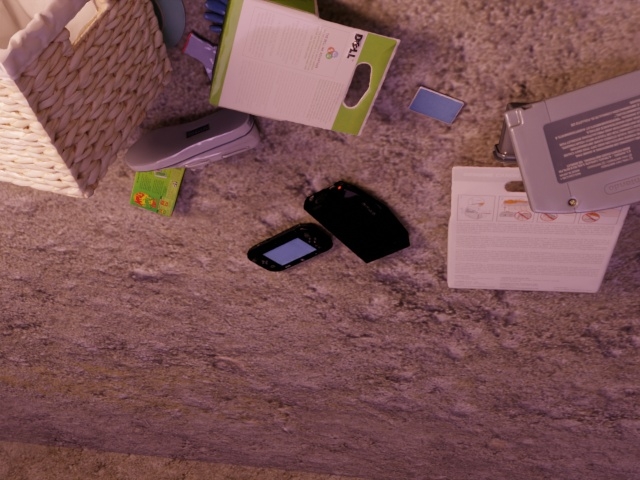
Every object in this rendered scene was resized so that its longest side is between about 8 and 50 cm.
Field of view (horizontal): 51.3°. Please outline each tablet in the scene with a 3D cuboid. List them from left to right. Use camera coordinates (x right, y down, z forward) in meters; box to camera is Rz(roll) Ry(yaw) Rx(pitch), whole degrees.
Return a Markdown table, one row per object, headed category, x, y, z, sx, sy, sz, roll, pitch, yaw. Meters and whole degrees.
| category | x | y | z | sx | sy | sz | roll | pitch | yaw |
| --- | --- | --- | --- | --- | --- | --- | --- | --- | --- |
| tablet | 0.200 | -0.234 | 1.154 | 0.083 | 0.006 | 0.054 | 18 | 141 | -9 |

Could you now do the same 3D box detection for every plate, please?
| category | x | y | z | sx | sy | sz | roll | pitch | yaw |
| --- | --- | --- | --- | --- | --- | --- | --- | --- | --- |
| plate | -0.313 | -0.374 | 1.081 | 0.188 | 0.024 | 0.188 | 6 | 140 | 5 |

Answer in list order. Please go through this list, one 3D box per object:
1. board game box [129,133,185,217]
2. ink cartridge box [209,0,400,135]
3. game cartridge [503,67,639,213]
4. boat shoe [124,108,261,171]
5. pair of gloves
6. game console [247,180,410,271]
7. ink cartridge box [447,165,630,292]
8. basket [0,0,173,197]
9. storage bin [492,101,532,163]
| category | x | y | z | sx | sy | sz | roll | pitch | yaw |
| --- | --- | --- | --- | --- | --- | --- | --- | --- | --- |
| board game box | -0.330 | -0.129 | 1.367 | 0.092 | 0.043 | 0.181 | 19 | 140 | -10 |
| ink cartridge box | -0.031 | -0.286 | 1.049 | 0.255 | 0.097 | 0.189 | 11 | 131 | -15 |
| game cartridge | 0.459 | -0.153 | 1.042 | 0.297 | 0.062 | 0.198 | -16 | 102 | 13 |
| boat shoe | -0.236 | -0.168 | 1.245 | 0.258 | 0.095 | 0.084 | -13 | 143 | 14 |
| pair of gloves | -0.140 | -0.320 | 1.110 | 0.159 | 0.023 | 0.198 | 27 | 137 | -20 |
| game console | 0.000 | 0.000 | 1.454 | 0.361 | 0.044 | 0.213 | -24 | 130 | 36 |
| ink cartridge box | 0.399 | -0.036 | 1.269 | 0.308 | 0.091 | 0.385 | 2 | 144 | 11 |
| basket | -0.443 | -0.273 | 0.966 | 0.331 | 0.328 | 0.266 | 11 | 144 | 15 |
| storage bin | 0.366 | -0.183 | 1.124 | 0.135 | 0.098 | 0.091 | 5 | 113 | 7 |
